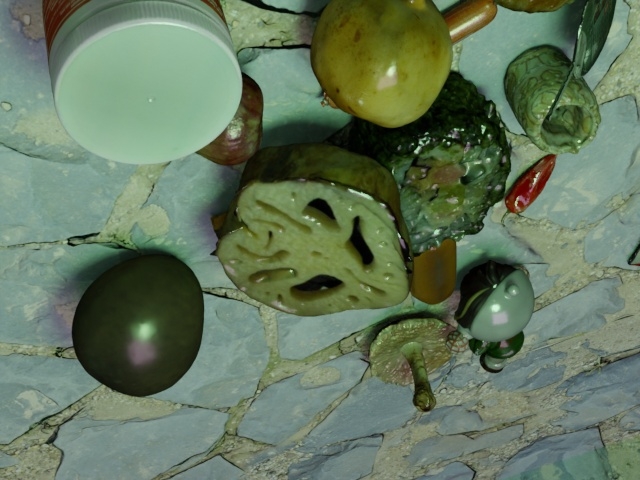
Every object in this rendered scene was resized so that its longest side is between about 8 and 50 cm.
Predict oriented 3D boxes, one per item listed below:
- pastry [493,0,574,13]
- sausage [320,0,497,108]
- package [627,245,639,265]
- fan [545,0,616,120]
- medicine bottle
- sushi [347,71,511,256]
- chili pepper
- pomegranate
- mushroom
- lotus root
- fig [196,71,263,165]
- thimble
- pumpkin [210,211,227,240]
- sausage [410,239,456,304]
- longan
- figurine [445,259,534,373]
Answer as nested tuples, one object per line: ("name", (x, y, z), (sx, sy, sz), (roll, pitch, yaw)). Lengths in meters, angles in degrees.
("pastry", (0.345, -0.443, 1.440), (0.192, 0.093, 0.182), (-10, 141, -23))
("sausage", (0.150, -0.316, 1.545), (0.347, 0.053, 0.053), (-29, 141, 13))
("package", (0.861, -0.012, 2.228), (0.166, 0.040, 0.232), (-4, 141, -19))
("fan", (0.444, -0.354, 1.509), (0.294, 0.012, 0.223), (-45, 148, -43))
("medicine bottle", (-0.252, -0.274, 1.276), (0.252, 0.241, 0.253), (-11, 142, -9))
("sushi", (0.197, -0.132, 1.690), (0.294, 0.178, 0.352), (-9, 142, -16))
("chili pepper", (0.431, -0.109, 1.919), (0.059, 0.050, 0.191), (20, 116, -35))
("pomegranate", (0.090, -0.293, 1.420), (0.233, 0.233, 0.233), (-12, 142, -9))
("mushroom", (0.207, 0.315, 2.167), (0.207, 0.302, 0.233), (6, 133, 22))
("lotus root", (0.000, 0.000, 1.631), (0.374, 0.111, 0.390), (33, 135, -12))
("fig", (-0.192, -0.214, 1.494), (0.143, 0.230, 0.160), (-52, 156, -30))
("thimble", (0.424, -0.247, 1.671), (0.137, 0.144, 0.190), (-33, 141, 16))
("pumpkin", (-0.164, -0.024, 1.769), (0.083, 0.054, 0.074), (-24, 147, -1))
("sausage", (0.243, 0.064, 2.010), (0.112, 0.112, 0.328), (-17, 145, -3))
("longan", (-0.342, 0.165, 1.781), (0.300, 0.243, 0.300), (-45, 169, -11))
("figurine", (0.409, 0.182, 2.132), (0.281, 0.167, 0.370), (-44, 147, -20))
